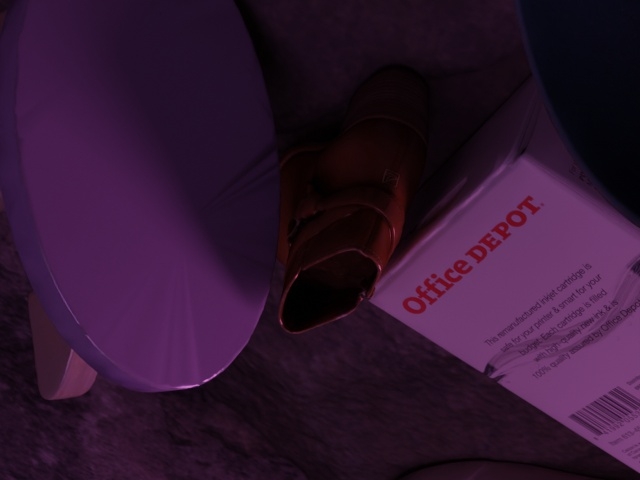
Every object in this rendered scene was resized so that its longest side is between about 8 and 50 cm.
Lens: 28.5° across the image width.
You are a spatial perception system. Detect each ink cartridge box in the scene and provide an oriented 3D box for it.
[{"bbox_3d":[0.175,0.026,0.763,0.237,0.100,0.172,32,138,-9],"label":"ink cartridge box"}]

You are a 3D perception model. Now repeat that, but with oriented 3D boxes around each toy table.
[{"bbox_3d":[-0.139,-0.041,0.767,0.252,0.274,0.160,12,162,-38],"label":"toy table"}]

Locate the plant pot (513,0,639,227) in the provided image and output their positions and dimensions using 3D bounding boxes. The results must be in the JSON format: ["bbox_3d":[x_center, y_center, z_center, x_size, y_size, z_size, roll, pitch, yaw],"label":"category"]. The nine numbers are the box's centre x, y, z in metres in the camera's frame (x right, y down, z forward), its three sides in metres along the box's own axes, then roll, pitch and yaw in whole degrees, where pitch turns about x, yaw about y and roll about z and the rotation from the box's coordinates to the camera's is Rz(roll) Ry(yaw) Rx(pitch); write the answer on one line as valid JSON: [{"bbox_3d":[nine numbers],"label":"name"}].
[{"bbox_3d":[0.221,-0.146,0.470,0.195,0.290,0.290,-6,143,-20],"label":"plant pot"}]

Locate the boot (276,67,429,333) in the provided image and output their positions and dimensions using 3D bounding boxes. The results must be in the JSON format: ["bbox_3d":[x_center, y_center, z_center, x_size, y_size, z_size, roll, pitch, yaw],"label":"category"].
[{"bbox_3d":[0.000,0.000,0.779,0.072,0.152,0.197,22,140,-8],"label":"boot"}]

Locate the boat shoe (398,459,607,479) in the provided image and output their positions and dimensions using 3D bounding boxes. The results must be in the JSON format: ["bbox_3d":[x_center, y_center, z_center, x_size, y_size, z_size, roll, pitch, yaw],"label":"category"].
[{"bbox_3d":[0.183,0.271,0.968,0.340,0.158,0.127,-4,131,29],"label":"boat shoe"}]
